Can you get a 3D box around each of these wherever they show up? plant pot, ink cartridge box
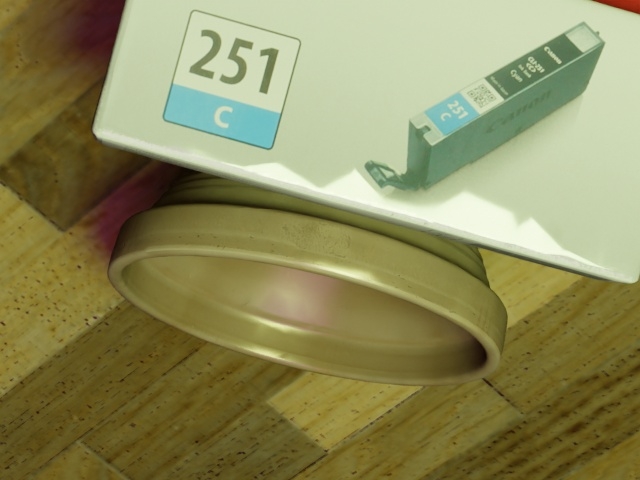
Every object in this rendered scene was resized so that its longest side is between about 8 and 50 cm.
[{"bbox_3d":[0.000,0.000,1.142,0.237,0.110,0.237,11,163,4],"label":"plant pot"},{"bbox_3d":[0.054,-0.139,1.010,0.296,0.066,0.261,15,88,-7],"label":"ink cartridge box"}]
